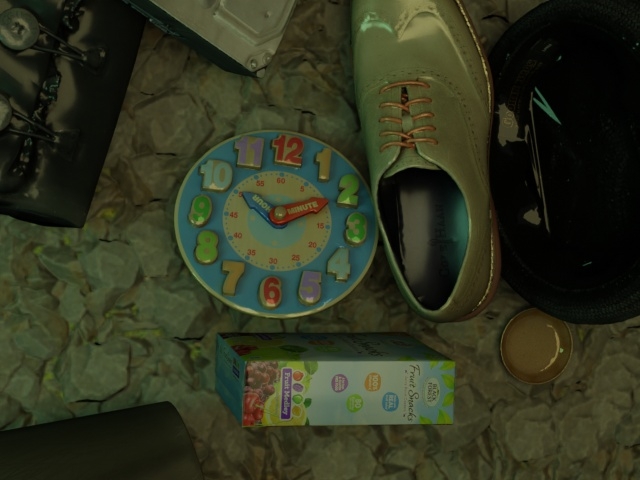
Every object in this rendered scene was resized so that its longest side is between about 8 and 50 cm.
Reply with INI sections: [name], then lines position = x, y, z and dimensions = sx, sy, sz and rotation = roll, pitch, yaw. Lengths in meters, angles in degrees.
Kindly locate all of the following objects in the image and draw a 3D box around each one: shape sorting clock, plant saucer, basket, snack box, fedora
[shape sorting clock]
position = -0.043, -0.020, 1.375
dimensions = 0.206, 0.040, 0.206
rotation = 4, 62, -7
[plant saucer]
position = 0.232, 0.114, 1.493
dimensions = 0.083, 0.015, 0.083
rotation = 0, 92, -13
[basket]
position = -0.234, 0.248, 1.322
dimensions = 0.227, 0.154, 0.204
rotation = -17, 54, -19
[snack box]
position = 0.010, 0.134, 1.362
dimensions = 0.207, 0.174, 0.070
rotation = 2, 95, -14
[fedora]
position = 0.301, -0.085, 1.405
dimensions = 0.152, 0.334, 0.334
rotation = -4, 94, -43

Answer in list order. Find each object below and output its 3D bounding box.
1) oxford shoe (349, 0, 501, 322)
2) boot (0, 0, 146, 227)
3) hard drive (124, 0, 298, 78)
[oxford shoe]
position = 0.105, -0.113, 1.366
dimensions = 0.140, 0.146, 0.397
rotation = -13, 88, 13
[boot]
position = -0.333, -0.266, 1.294
dimensions = 0.367, 0.146, 0.445
rotation = 19, 92, -11
[hard drive]
position = -0.076, -0.354, 1.308
dimensions = 0.237, 0.064, 0.339
rotation = 31, 80, -48
